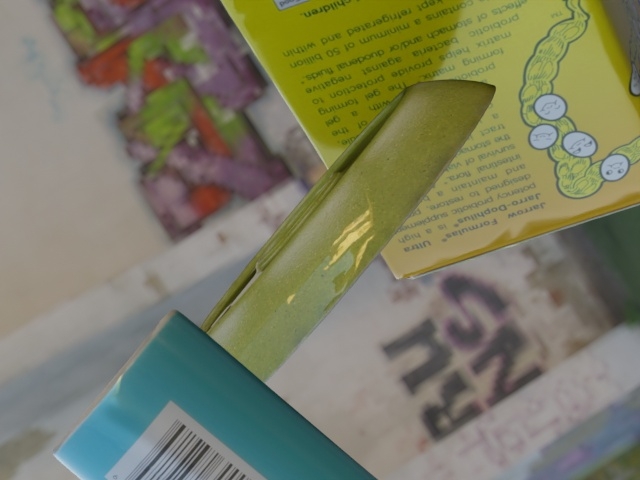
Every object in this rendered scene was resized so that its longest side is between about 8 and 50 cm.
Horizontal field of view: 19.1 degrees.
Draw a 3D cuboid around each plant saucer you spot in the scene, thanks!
[{"bbox_3d":[0.000,0.000,0.994,0.037,0.241,0.241,40,-175,-3],"label":"plant saucer"}]

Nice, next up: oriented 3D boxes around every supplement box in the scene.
[{"bbox_3d":[0.062,-0.178,1.123,0.194,0.195,0.356,-92,-23,-43],"label":"supplement box"}]

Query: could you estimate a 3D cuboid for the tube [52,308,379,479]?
[{"bbox_3d":[0.020,0.105,0.526,0.207,0.080,0.052,41,-135,-3],"label":"tube"}]
